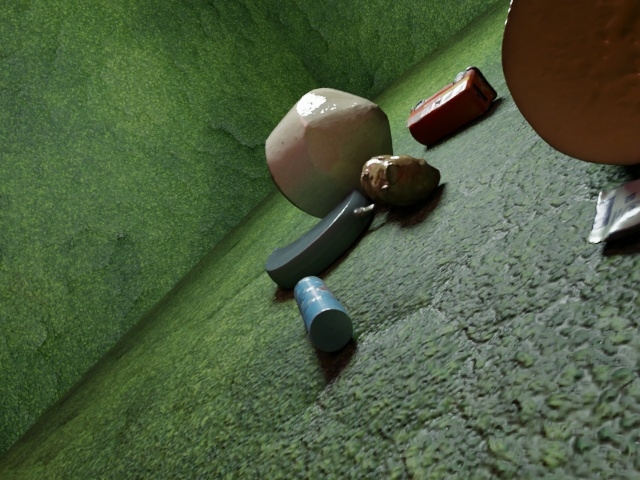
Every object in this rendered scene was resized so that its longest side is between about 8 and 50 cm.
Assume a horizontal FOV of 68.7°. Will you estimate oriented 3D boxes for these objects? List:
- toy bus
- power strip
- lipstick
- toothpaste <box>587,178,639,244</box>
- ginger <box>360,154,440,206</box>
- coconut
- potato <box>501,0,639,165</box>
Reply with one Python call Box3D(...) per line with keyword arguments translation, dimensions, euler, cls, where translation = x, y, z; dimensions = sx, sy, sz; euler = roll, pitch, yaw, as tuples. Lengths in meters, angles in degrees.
Box3D(translation=(0.239, -0.244, 0.889), dimensions=(0.174, 0.079, 0.077), euler=(-26, 29, 50), cls="toy bus")
Box3D(translation=(0.000, 0.000, 0.816), dimensions=(0.253, 0.054, 0.168), euler=(-35, 17, 25), cls="power strip")
Box3D(translation=(-0.001, 0.081, 0.558), dimensions=(0.048, 0.048, 0.158), euler=(-41, 12, -1), cls="lipstick")
Box3D(translation=(0.256, -0.046, 0.261), dimensions=(0.062, 0.037, 0.216), euler=(-50, 11, -33), cls="toothpaste")
Box3D(translation=(0.113, -0.096, 0.748), dimensions=(0.104, 0.080, 0.204), euler=(-3, 8, -11), cls="ginger")
Box3D(translation=(0.028, -0.182, 0.936), dimensions=(0.265, 0.237, 0.237), euler=(-29, 18, 40), cls="coconut")
Box3D(translation=(0.256, -0.168, 0.396), dimensions=(0.178, 0.204, 0.158), euler=(-3, 7, 29), cls="potato")
